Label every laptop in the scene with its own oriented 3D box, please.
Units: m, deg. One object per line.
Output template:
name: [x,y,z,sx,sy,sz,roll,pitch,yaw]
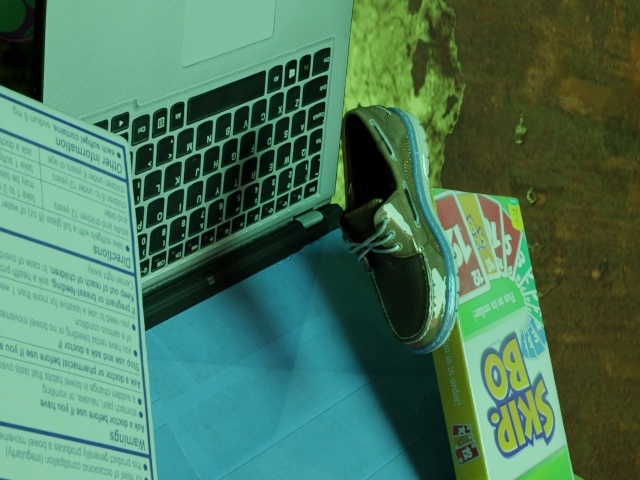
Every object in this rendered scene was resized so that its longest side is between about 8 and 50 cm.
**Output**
laptop: [0.000,0.000,1.324,0.382,0.236,0.407,-28,130,-54]

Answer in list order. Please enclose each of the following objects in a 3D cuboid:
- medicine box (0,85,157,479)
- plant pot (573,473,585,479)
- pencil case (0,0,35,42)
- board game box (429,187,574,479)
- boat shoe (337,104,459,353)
medicine box: [-0.229,0.058,1.020,0.263,0.149,0.289,23,55,-54]
plant pot: [0.115,0.365,1.471,0.353,0.367,0.366,-65,141,-50]
pencil case: [-0.169,-0.194,1.240,0.070,0.064,0.151,42,46,-3]
board game box: [0.130,0.091,1.416,0.124,0.039,0.259,4,74,-52]
boat shoe: [0.045,-0.008,1.326,0.066,0.066,0.183,10,61,-47]
